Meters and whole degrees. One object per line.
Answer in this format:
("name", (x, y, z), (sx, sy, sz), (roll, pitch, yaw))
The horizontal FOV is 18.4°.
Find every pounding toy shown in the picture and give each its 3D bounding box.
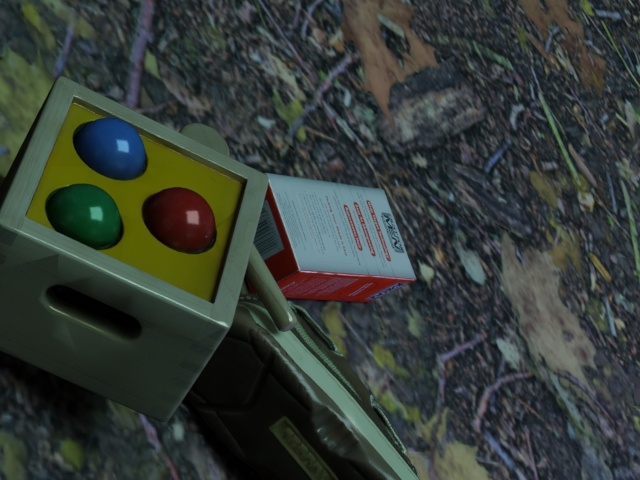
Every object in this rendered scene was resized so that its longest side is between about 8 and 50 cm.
("pounding toy", (-0.077, -0.013, 1.061), (0.181, 0.094, 0.206), (25, 39, -11))

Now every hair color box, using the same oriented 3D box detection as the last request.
("hair color box", (0.000, 0.000, 1.291), (0.141, 0.043, 0.072), (6, 60, -55))

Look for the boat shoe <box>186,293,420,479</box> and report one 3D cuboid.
("boat shoe", (0.021, 0.137, 1.157), (0.257, 0.095, 0.095), (59, 23, -4))
